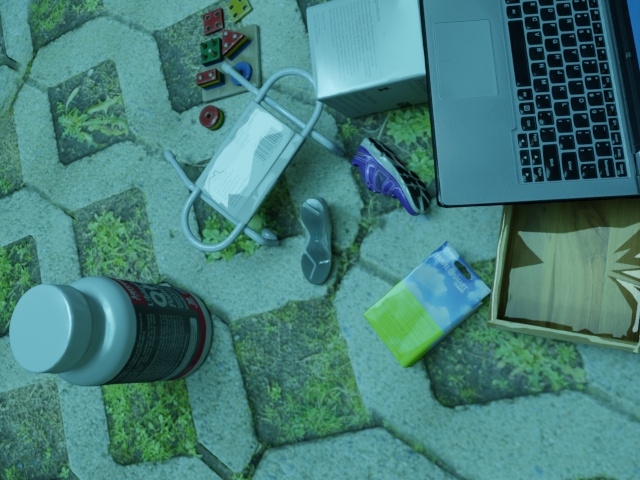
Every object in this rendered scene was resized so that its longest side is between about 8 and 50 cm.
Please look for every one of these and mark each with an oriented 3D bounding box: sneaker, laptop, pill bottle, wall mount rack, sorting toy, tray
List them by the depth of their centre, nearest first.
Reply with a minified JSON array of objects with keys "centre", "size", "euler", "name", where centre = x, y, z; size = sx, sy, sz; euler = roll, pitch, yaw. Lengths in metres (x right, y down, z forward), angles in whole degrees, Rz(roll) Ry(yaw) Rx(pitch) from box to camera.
[{"centre":[0.339,-0.262,0.709],"size":[0.408,0.236,0.382],"euler":[-3,76,3],"name":"laptop"},{"centre":[0.368,-0.064,0.845],"size":[0.202,0.076,0.411],"euler":[7,85,27],"name":"tray"},{"centre":[0.114,-0.095,0.991],"size":[0.071,0.068,0.170],"euler":[-54,54,25],"name":"sneaker"},{"centre":[-0.341,0.153,1.015],"size":[0.176,0.318,0.176],"euler":[-5,79,24],"name":"pill bottle"},{"centre":[0.000,0.000,1.028],"size":[0.053,0.061,0.152],"euler":[5,102,19],"name":"sneaker"},{"centre":[-0.141,-0.160,1.066],"size":[0.304,0.130,0.350],"euler":[38,99,13],"name":"wall mount rack"},{"centre":[-0.186,-0.361,1.183],"size":[0.132,0.046,0.275],"euler":[-9,77,24],"name":"sorting toy"}]

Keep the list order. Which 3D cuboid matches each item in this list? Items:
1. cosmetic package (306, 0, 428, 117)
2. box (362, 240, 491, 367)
[{"centre":[0.095,-0.298,0.964],"size":[0.183,0.151,0.151],"euler":[-7,87,24],"name":"cosmetic package"},{"centre":[0.165,0.099,0.931],"size":[0.178,0.042,0.109],"euler":[-43,66,13],"name":"box"}]
